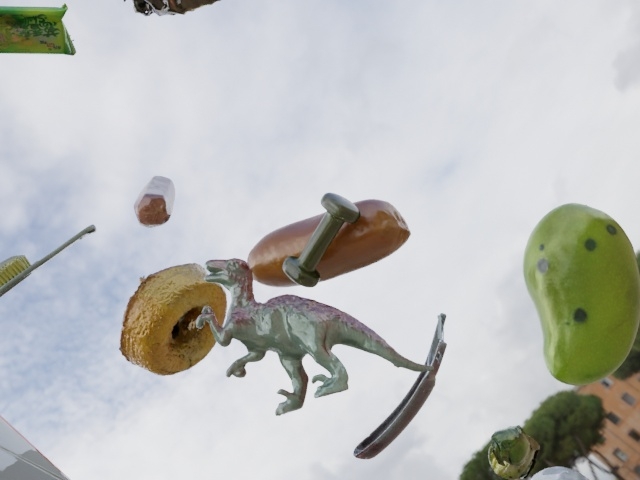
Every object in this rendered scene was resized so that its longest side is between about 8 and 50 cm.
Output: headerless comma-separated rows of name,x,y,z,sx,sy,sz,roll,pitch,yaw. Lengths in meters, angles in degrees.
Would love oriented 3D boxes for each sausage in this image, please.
sausage,0.004,0.008,0.853,0.238,0.098,0.098,-20,-21,29
sausage,-0.154,-0.038,0.600,0.030,0.147,0.035,-16,-76,-7

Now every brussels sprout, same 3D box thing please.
brussels sprout,0.194,0.211,0.642,0.051,0.046,0.083,-42,-30,-13

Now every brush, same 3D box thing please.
brush,-0.603,0.043,1.325,0.297,0.060,0.068,-38,7,-15

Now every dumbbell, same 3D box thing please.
dumbbell,0.000,0.000,0.775,0.046,0.052,0.118,8,-62,-54

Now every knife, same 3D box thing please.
knife,0.134,0.253,1.006,0.278,0.053,0.123,-62,-6,21

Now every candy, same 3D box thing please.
candy,-0.514,-0.353,1.086,0.178,0.032,0.102,-4,-36,-15

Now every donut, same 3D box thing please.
donut,-0.302,0.165,1.344,0.253,0.118,0.253,-41,-38,-43

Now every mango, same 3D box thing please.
mango,0.416,0.082,1.025,0.143,0.175,0.293,31,-122,-64

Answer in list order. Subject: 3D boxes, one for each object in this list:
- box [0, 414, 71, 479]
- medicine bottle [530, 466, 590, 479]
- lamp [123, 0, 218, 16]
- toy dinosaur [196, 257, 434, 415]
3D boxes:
box,-0.528,0.320,0.722,0.257,0.319,0.348,-56,-14,-6
medicine bottle,0.091,0.151,0.231,0.110,0.110,0.352,-56,-19,8
lamp,-0.133,-0.310,0.464,0.177,0.177,0.274,-34,-57,-23
toy dinosaur,-0.010,0.091,0.656,0.242,0.167,0.053,-4,-23,12
